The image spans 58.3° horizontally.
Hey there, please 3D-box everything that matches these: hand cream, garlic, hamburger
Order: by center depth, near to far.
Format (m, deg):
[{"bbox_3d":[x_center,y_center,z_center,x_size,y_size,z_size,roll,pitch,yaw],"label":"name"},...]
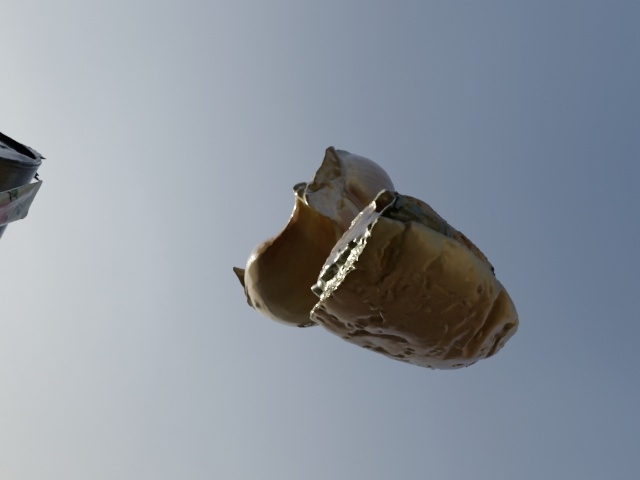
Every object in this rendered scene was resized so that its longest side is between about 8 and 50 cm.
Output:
[{"bbox_3d":[0.104,0.059,0.557,0.207,0.135,0.155,36,-23,-7],"label":"hamburger"},{"bbox_3d":[-0.464,-0.029,0.751,0.050,0.234,0.080,42,-64,3],"label":"hand cream"},{"bbox_3d":[0.000,0.000,0.985,0.249,0.286,0.313,12,-43,-15],"label":"garlic"}]

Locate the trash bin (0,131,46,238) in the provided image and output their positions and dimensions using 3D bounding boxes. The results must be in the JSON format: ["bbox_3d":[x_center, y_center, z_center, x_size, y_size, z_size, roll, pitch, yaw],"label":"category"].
[{"bbox_3d":[-0.635,-0.050,0.962,0.203,0.252,0.301,33,-85,19],"label":"trash bin"}]
